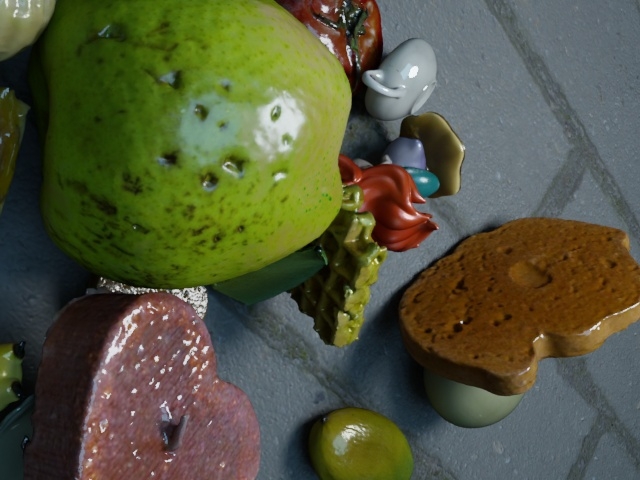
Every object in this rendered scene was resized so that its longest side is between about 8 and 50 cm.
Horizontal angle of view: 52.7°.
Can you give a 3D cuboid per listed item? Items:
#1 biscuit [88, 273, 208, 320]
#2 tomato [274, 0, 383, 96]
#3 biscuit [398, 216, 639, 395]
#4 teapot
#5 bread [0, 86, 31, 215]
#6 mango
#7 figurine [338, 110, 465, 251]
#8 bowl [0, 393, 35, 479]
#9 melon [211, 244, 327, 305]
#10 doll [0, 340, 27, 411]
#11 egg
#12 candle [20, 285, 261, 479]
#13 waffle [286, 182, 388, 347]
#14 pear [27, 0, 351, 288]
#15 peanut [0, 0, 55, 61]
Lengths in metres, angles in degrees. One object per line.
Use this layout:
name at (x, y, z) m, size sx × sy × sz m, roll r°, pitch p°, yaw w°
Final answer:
biscuit at (-0.233, 0.071, 0.897) m, size 0.170 × 0.050 × 0.170 m, roll 2°, pitch 87°, yaw -40°
tomato at (0.022, -0.332, 1.008) m, size 0.227 × 0.101 × 0.228 m, roll -2°, pitch 93°, yaw -37°
biscuit at (0.347, 0.089, 1.123) m, size 0.455 × 0.350 × 0.078 m, roll -25°, pitch 126°, yaw -14°
teapot at (0.129, -0.255, 1.039) m, size 0.145 × 0.092 × 0.226 m, roll -58°, pitch 169°, yaw 26°
bread at (-0.469, -0.058, 0.629) m, size 0.279 × 0.207 × 0.279 m, roll 15°, pitch 84°, yaw -33°
mango at (0.077, 0.359, 1.107) m, size 0.237 × 0.091 × 0.137 m, roll 19°, pitch 85°, yaw -38°
figurine at (0.104, -0.082, 1.025) m, size 0.257 × 0.181 × 0.208 m, roll -33°, pitch 93°, yaw -28°
bowl at (-0.320, 0.317, 0.762) m, size 0.337 × 0.157 × 0.338 m, roll 10°, pitch 79°, yaw -59°
melon at (-0.068, 0.037, 0.881) m, size 0.114 × 0.261 × 0.053 m, roll 8°, pitch 70°, yaw -34°
doll at (-0.446, 0.163, 0.669) m, size 0.291 × 0.117 × 0.086 m, roll -12°, pitch 146°, yaw 0°
egg at (0.290, 0.226, 1.181) m, size 0.186 × 0.186 × 0.242 m, roll 52°, pitch 57°, yaw -26°
candle at (-0.197, 0.222, 0.706) m, size 0.287 × 0.131 × 0.317 m, roll -51°, pitch 128°, yaw -44°
waffle at (0.001, 0.000, 0.916) m, size 0.057 × 0.229 × 0.219 m, roll -11°, pitch 134°, yaw -34°
pear at (-0.139, -0.129, 0.756) m, size 0.390 × 0.391 × 0.391 m, roll -3°, pitch 96°, yaw -34°
peanut at (-0.378, -0.256, 0.628) m, size 0.147 × 0.305 × 0.147 m, roll -27°, pitch 127°, yaw -44°
